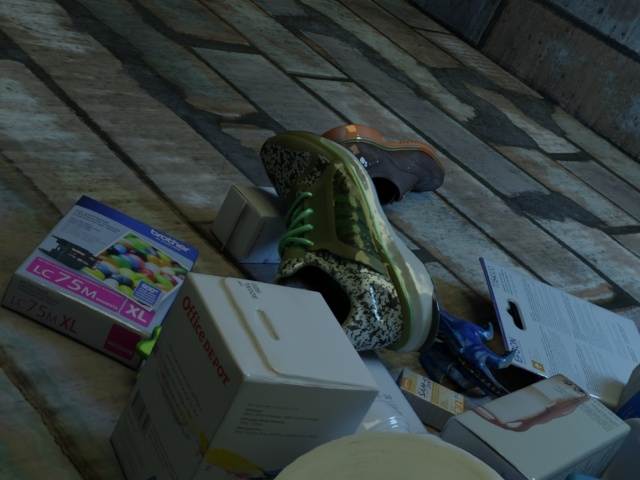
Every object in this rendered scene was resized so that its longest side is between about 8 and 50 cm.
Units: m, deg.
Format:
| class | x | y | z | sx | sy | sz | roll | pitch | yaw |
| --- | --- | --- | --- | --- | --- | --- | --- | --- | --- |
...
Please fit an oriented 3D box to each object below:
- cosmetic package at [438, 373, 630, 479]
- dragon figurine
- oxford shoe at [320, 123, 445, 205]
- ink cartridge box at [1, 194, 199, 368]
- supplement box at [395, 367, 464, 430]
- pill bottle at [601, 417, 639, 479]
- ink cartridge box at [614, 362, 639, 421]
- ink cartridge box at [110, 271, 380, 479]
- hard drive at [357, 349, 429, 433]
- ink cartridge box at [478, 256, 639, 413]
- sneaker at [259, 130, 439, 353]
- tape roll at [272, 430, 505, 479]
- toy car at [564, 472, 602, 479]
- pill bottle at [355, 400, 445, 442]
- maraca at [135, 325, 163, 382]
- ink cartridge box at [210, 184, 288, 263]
| class | x | y | z | sx | sy | sz | roll | pitch | yaw |
| --- | --- | --- | --- | --- | --- | --- | --- | --- | --- |
| cosmetic package | 0.255 | 0.285 | 1.431 | 0.129 | 0.153 | 0.296 | 39 | 25 | 27 |
| dragon figurine | 0.206 | 0.168 | 1.692 | 0.144 | 0.085 | 0.289 | 16 | 26 | -24 |
| oxford shoe | 0.132 | -0.122 | 2.208 | 0.364 | 0.130 | 0.132 | 9 | 62 | -49 |
| ink cartridge box | -0.274 | 0.036 | 1.490 | 0.186 | 0.065 | 0.311 | 26 | 22 | -4 |
| supplement box | 0.151 | 0.225 | 1.579 | 0.098 | 0.036 | 0.062 | 26 | 23 | -3 |
| pill bottle | 0.530 | 0.354 | 1.575 | 0.272 | 0.152 | 0.152 | 19 | 25 | -18 |
| ink cartridge box | 0.580 | 0.282 | 1.733 | 0.231 | 0.078 | 0.134 | 38 | 40 | 6 |
| ink cartridge box | -0.084 | 0.181 | 1.179 | 0.168 | 0.232 | 0.171 | 10 | 30 | -34 |
| hard drive | 0.003 | 0.178 | 1.515 | 0.210 | 0.040 | 0.318 | 11 | 29 | -34 |
| ink cartridge box | 0.417 | 0.188 | 1.892 | 0.330 | 0.071 | 0.324 | 21 | 27 | -12 |
| sneaker | 0.000 | 0.000 | 1.609 | 0.182 | 0.158 | 0.410 | -14 | 55 | -34 |
| tape roll | 0.066 | 0.324 | 1.050 | 0.286 | 0.100 | 0.286 | 0 | 48 | 0 |
| toy car | 0.339 | 0.400 | 1.199 | 0.219 | 0.210 | 0.237 | 14 | 65 | 5 |
| pill bottle | 0.118 | 0.308 | 1.234 | 0.153 | 0.153 | 0.265 | -3 | 38 | -49 |
| maraca | -0.130 | 0.156 | 1.345 | 0.186 | 0.099 | 0.127 | 10 | 49 | -23 |
| ink cartridge box | -0.093 | -0.025 | 1.760 | 0.143 | 0.092 | 0.090 | 3 | 34 | -45 |
